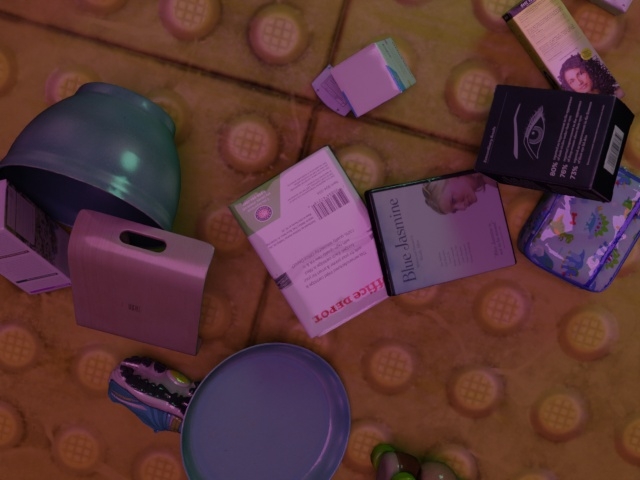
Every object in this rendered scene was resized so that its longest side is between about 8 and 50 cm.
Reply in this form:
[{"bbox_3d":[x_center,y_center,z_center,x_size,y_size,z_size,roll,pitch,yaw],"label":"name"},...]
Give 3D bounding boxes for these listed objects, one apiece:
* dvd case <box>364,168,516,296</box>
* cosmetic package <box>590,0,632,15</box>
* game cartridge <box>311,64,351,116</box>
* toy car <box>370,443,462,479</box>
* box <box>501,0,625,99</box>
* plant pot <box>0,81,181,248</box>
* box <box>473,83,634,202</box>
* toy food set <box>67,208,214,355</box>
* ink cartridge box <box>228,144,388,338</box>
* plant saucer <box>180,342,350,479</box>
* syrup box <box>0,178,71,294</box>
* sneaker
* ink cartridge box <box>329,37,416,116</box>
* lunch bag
[{"bbox_3d":[0.207,-0.020,1.405,0.253,0.022,0.180,-12,89,-22],"label":"dvd case"},{"bbox_3d":[0.521,-0.504,1.373,0.099,0.060,0.239,30,98,0],"label":"cosmetic package"},{"bbox_3d":[0.026,-0.259,1.447,0.083,0.017,0.056,44,93,-4],"label":"game cartridge"},{"bbox_3d":[0.193,0.454,1.480,0.189,0.155,0.148,5,98,-11],"label":"toy car"},{"bbox_3d":[0.412,-0.315,1.404,0.087,0.058,0.232,-37,94,6],"label":"box"},{"bbox_3d":[-0.353,-0.135,1.366,0.293,0.293,0.196,19,71,-1],"label":"plant pot"},{"bbox_3d":[0.377,-0.159,1.345,0.207,0.108,0.153,16,90,37],"label":"box"},{"bbox_3d":[-0.296,0.077,1.393,0.220,0.306,0.092,16,54,-1],"label":"toy food set"},{"bbox_3d":[0.000,0.000,1.432,0.198,0.115,0.272,-31,96,6],"label":"ink cartridge box"},{"bbox_3d":[-0.097,0.334,1.466,0.318,0.044,0.317,-2,96,-23],"label":"plant saucer"},{"bbox_3d":[-0.504,0.001,1.384,0.096,0.237,0.093,-12,63,7],"label":"syrup box"},{"bbox_3d":[-0.259,0.307,1.506,0.275,0.107,0.110,32,127,-7],"label":"sneaker"},{"bbox_3d":[0.093,-0.275,1.386,0.090,0.143,0.092,-28,96,23],"label":"ink cartridge box"},{"bbox_3d":[0.463,-0.032,1.427,0.176,0.090,0.218,30,99,-5],"label":"lunch bag"}]
